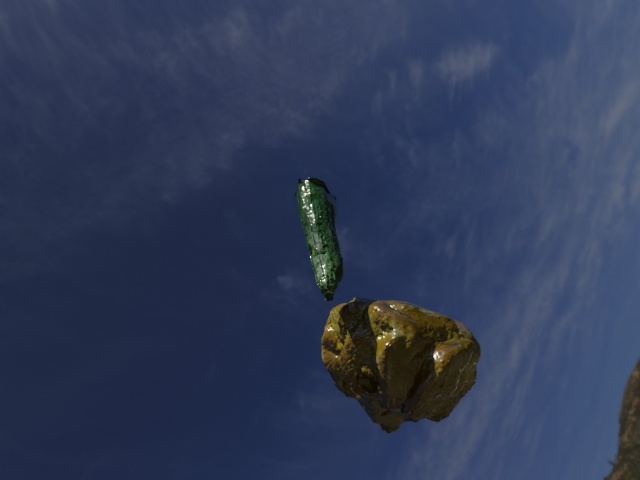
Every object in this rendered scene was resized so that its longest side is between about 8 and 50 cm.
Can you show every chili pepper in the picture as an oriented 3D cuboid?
[{"bbox_3d":[0.000,0.000,0.691,0.088,0.059,0.227,51,-159,-38],"label":"chili pepper"}]

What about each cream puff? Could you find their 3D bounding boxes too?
[{"bbox_3d":[0.120,0.175,0.703,0.244,0.244,0.196,4,-66,-44],"label":"cream puff"}]
